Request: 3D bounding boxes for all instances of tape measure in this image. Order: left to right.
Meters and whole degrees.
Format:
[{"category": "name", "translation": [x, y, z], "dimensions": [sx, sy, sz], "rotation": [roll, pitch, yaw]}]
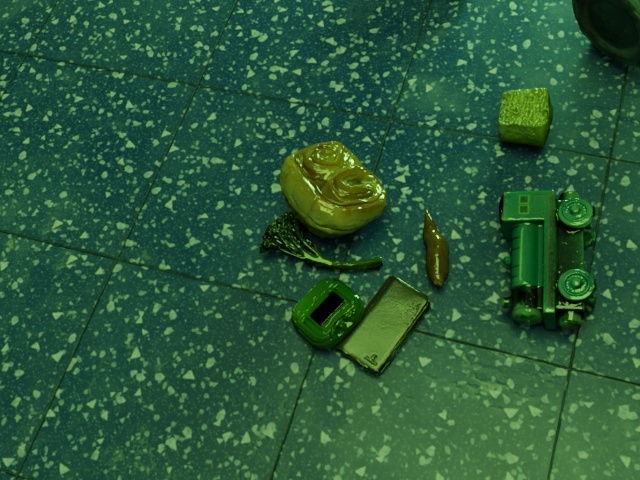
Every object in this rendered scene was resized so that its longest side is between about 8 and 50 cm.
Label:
[{"category": "tape measure", "translation": [0.693, -0.515, 1.892], "dimensions": [0.147, 0.275, 0.256], "rotation": [-43, 60, -10]}]

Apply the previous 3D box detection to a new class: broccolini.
[{"category": "broccolini", "translation": [0.008, 0.003, 1.841], "dimensions": [0.271, 0.062, 0.123], "rotation": [14, 70, 7]}]

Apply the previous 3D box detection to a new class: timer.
[{"category": "timer", "translation": [0.014, 0.147, 1.744], "dimensions": [0.140, 0.047, 0.128], "rotation": [-44, 53, -7]}]

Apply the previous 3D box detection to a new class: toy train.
[{"category": "toy train", "translation": [0.457, 0.036, 1.716], "dimensions": [0.194, 0.120, 0.298], "rotation": [-1, 62, 16]}]

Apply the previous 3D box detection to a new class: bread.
[{"category": "bread", "translation": [0.023, -0.107, 1.829], "dimensions": [0.198, 0.120, 0.236], "rotation": [-23, 56, -25]}, {"category": "bread", "translation": [0.456, -0.269, 1.880], "dimensions": [0.114, 0.111, 0.129], "rotation": [6, 65, 16]}]

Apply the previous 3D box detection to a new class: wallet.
[{"category": "wallet", "translation": [0.130, 0.173, 1.735], "dimensions": [0.110, 0.031, 0.198], "rotation": [32, 71, 22]}]

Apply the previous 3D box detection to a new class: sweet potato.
[{"category": "sweet potato", "translation": [0.243, 0.011, 1.795], "dimensions": [0.056, 0.056, 0.195], "rotation": [-8, 56, 4]}]
